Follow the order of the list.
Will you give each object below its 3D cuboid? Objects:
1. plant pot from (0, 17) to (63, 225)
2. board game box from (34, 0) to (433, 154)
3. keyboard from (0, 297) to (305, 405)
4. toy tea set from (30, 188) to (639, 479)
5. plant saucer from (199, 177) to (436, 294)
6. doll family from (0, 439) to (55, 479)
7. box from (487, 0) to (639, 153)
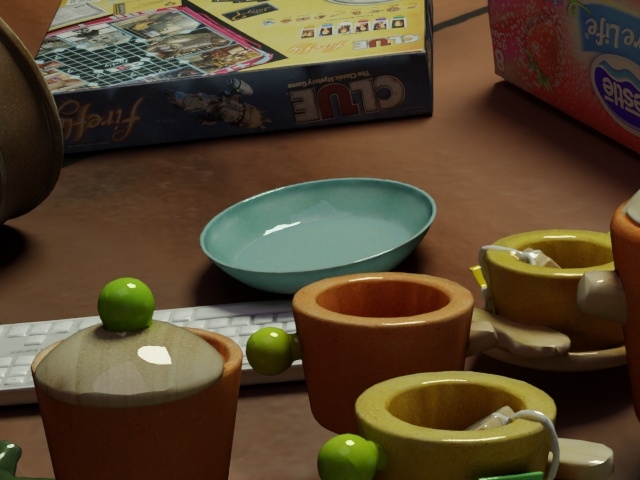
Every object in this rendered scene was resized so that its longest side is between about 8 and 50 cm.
[{"bbox_3d":[-0.244,-0.032,0.949,0.167,0.167,0.165,7,40,29],"label":"plant pot"},{"bbox_3d":[-0.052,-0.117,1.156,0.243,0.042,0.165,-6,28,7],"label":"board game box"},{"bbox_3d":[-0.078,0.050,0.882,0.256,0.014,0.072,-5,28,7],"label":"keyboard"},{"bbox_3d":[0.056,0.022,0.700,0.336,0.124,0.200,-15,20,-40],"label":"toy tea set"},{"bbox_3d":[0.000,0.000,0.935,0.119,0.021,0.119,-7,23,3],"label":"plant saucer"},{"bbox_3d":[-0.122,0.144,0.649,0.111,0.076,0.193,10,22,-5],"label":"doll family"},{"bbox_3d":[0.218,-0.129,0.981,0.142,0.154,0.300,-21,31,-20],"label":"box"}]
